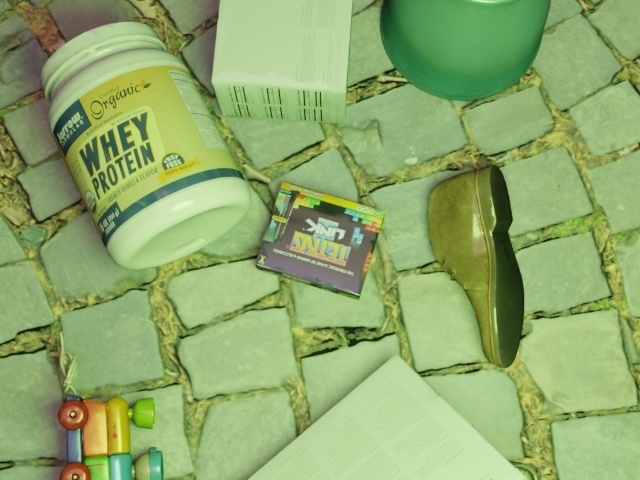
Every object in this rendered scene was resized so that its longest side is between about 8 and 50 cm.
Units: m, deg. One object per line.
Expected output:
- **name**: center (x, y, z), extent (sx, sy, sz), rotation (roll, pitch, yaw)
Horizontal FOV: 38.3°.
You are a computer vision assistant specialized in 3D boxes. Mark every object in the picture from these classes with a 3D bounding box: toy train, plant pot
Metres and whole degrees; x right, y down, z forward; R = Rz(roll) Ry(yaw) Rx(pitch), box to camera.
- **toy train**: center (-0.308, 0.250, 1.353), extent (0.143, 0.105, 0.248), rotation (-3, 77, -11)
- **plant pot**: center (0.233, -0.388, 1.414), extent (0.271, 0.255, 0.272), rotation (0, 77, 1)

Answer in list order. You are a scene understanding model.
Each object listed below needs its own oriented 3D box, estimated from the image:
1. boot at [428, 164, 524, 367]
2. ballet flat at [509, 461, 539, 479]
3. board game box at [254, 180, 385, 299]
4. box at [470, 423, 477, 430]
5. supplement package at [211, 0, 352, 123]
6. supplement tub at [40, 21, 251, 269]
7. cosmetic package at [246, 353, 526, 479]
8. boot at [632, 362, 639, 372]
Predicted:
- **boot**: center (0.239, 0.045, 1.411), extent (0.115, 0.112, 0.305), rotation (-11, 80, 29)
- **ballet flat**: center (0.205, 0.355, 1.297), extent (0.213, 0.068, 0.072), rotation (-13, 77, -3)
- **board game box**: center (0.000, 0.000, 1.431), extent (0.170, 0.048, 0.141), rotation (16, 76, 4)
- **box**: center (0.219, 0.386, 1.344), extent (0.145, 0.038, 0.186), rotation (-36, 78, -7)
- **supplement package**: center (-0.055, -0.302, 1.449), extent (0.203, 0.149, 0.194), rotation (4, 77, 1)
- **supplement tub**: center (-0.265, -0.141, 1.373), extent (0.228, 0.228, 0.316), rotation (-27, 78, -6)
- **cosmetic package**: center (0.057, 0.371, 1.246), extent (0.377, 0.097, 0.284), rotation (-39, 40, -8)
- **boot**: center (0.530, 0.227, 1.380), extent (0.118, 0.042, 0.087), rotation (1, 85, 8)
